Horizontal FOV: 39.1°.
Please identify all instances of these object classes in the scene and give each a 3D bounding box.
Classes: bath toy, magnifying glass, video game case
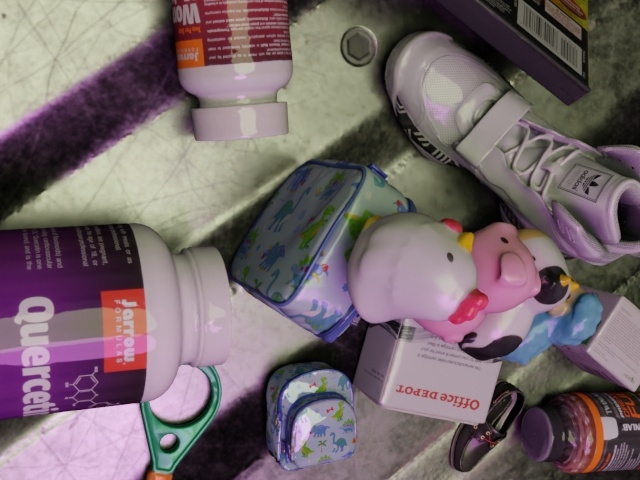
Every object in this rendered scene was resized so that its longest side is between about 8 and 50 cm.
[{"bbox_3d":[0.165,0.048,0.889,0.348,0.129,0.151,19,95,-54],"label":"bath toy"},{"bbox_3d":[-0.174,0.237,1.020,0.092,0.026,0.231,14,91,-22],"label":"magnifying glass"},{"bbox_3d":[0.192,-0.309,0.994,0.275,0.035,0.248,32,47,-21],"label":"video game case"}]

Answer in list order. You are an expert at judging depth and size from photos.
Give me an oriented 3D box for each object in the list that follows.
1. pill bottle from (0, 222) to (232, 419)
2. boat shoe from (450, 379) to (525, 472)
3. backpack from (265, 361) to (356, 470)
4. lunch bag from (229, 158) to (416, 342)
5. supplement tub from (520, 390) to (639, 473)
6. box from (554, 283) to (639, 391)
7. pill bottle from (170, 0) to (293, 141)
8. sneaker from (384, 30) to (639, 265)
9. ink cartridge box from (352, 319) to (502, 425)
[{"bbox_3d":[-0.257,0.077,0.878,0.323,0.181,0.181,-4,99,-20],"label":"pill bottle"},{"bbox_3d":[0.213,0.241,1.156,0.049,0.042,0.133,36,86,-23],"label":"boat shoe"},{"bbox_3d":[-0.007,0.202,1.044,0.105,0.084,0.114,-6,97,-22],"label":"backpack"},{"bbox_3d":[0.000,0.000,0.944,0.090,0.219,0.176,34,84,-22],"label":"lunch bag"},{"bbox_3d":[0.364,0.251,1.179,0.198,0.106,0.106,3,97,-22],"label":"supplement tub"},{"bbox_3d":[0.366,0.123,1.163,0.102,0.101,0.087,39,83,-21],"label":"box"},{"bbox_3d":[-0.091,-0.217,0.932,0.121,0.121,0.221,-8,100,-20],"label":"pill bottle"},{"bbox_3d":[0.242,-0.103,1.025,0.366,0.210,0.137,43,81,-20],"label":"sneaker"},{"bbox_3d":[0.143,0.102,1.084,0.153,0.087,0.208,16,91,-23],"label":"ink cartridge box"}]
